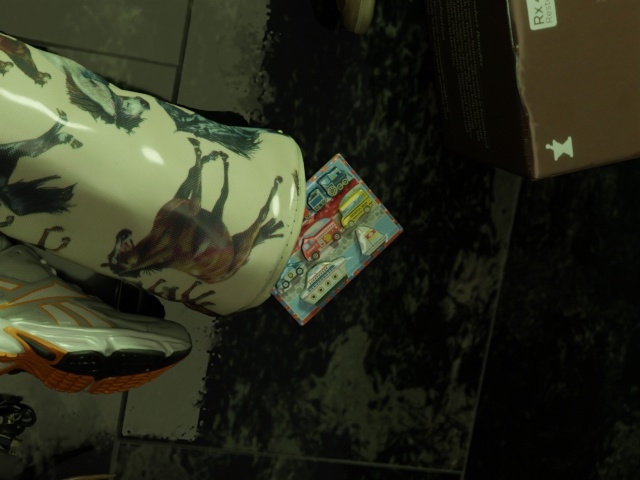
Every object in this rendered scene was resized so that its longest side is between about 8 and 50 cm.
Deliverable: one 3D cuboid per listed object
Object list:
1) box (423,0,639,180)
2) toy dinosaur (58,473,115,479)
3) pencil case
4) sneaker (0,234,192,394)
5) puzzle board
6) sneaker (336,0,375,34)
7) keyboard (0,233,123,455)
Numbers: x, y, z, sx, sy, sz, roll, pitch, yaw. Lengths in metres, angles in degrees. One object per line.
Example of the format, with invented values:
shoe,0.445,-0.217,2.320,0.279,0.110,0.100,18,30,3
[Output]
box,0.204,-0.158,1.433,0.167,0.203,0.168,-12,104,-15
toy dinosaur,-0.282,0.261,1.450,0.112,0.064,0.211,22,103,-37
pencil case,-0.218,-0.081,1.347,0.410,0.183,0.160,23,121,-19
sneaker,-0.224,0.053,1.373,0.262,0.099,0.121,8,60,-34
puzzle board,0.000,0.000,1.502,0.128,0.011,0.096,-43,108,-5
sneaker,0.015,-0.271,1.439,0.071,0.066,0.188,1,95,0
keyboard,-0.328,0.074,1.409,0.317,0.033,0.201,7,97,-17
